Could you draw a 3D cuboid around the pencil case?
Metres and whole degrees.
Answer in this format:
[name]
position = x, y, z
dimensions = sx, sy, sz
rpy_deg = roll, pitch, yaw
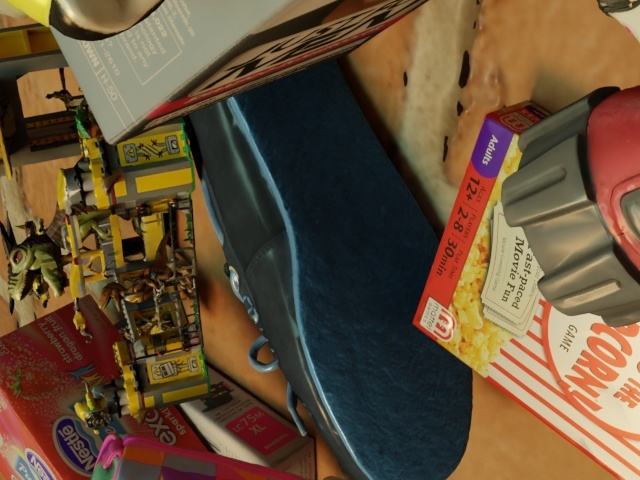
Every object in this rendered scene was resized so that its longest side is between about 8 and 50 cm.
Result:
[pencil case]
position = -0.062, 0.211, 0.835
dimensions = 0.104, 0.236, 0.104
rpy_deg = -166, 90, -72

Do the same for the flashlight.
[flashlight]
position = 0.209, -0.054, 0.391
dimensions = 0.304, 0.103, 0.103
rpy_deg = -27, 54, 43

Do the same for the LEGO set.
[LEGO set]
position = -0.206, -0.009, 0.823
dimensions = 0.331, 0.192, 0.255
rpy_deg = 95, 158, -50

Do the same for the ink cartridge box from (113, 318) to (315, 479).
[ink cartridge box]
position = -0.130, 0.197, 1.052
dimensions = 0.311, 0.065, 0.186
rpy_deg = 26, 131, 35

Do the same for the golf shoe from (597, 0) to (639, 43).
[golf shoe]
position = 0.179, -0.131, 0.372
dimensions = 0.186, 0.067, 0.086
rpy_deg = -27, 82, 22

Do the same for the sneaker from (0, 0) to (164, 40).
[sneaker]
position = -0.085, -0.237, 0.331
dimensions = 0.147, 0.145, 0.384
rpy_deg = 42, 147, 26

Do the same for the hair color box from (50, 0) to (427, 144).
[hair color box]
position = 0.026, -0.173, 0.483
dimensions = 0.374, 0.185, 0.113
rpy_deg = -24, 93, 55

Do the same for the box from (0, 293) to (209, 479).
[box]
position = -0.198, 0.195, 0.976
dimensions = 0.257, 0.128, 0.122
rpy_deg = 50, 142, 16

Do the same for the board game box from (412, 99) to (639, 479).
[board game box]
position = 0.152, 0.036, 0.580
dimensions = 0.193, 0.045, 0.146
rpy_deg = 36, 129, 30

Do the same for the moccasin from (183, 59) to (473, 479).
[moccasin]
position = 0.000, 0.000, 0.716
dimensions = 0.117, 0.138, 0.342
rpy_deg = -31, 74, 60
